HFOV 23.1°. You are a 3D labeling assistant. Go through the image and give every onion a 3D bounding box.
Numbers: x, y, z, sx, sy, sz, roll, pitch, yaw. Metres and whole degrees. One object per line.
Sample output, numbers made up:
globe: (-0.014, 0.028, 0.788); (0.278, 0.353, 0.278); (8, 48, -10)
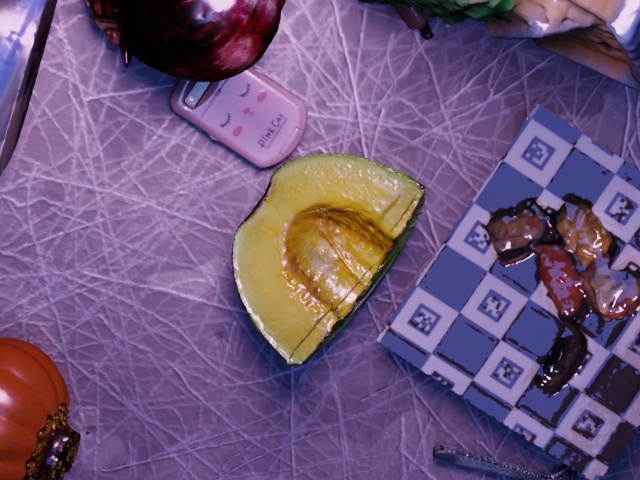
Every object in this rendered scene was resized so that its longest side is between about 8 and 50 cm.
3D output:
onion: (-0.135, -0.290, 1.741); (0.281, 0.281, 0.221); (-51, 136, 5)

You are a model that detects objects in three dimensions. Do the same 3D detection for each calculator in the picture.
calculator: (-0.099, -0.162, 1.885); (0.175, 0.032, 0.100); (33, 96, -11)

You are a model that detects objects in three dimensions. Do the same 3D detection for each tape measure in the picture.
tape measure: (-0.378, -0.216, 1.725); (0.138, 0.259, 0.262); (16, 98, -10)

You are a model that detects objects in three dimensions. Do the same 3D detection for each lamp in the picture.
lamp: (-0.383, 0.223, 1.834); (0.196, 0.223, 0.223); (17, 99, 8)

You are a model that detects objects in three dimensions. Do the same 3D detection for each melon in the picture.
melon: (0.000, 0.000, 1.892); (0.169, 0.129, 0.265); (37, 99, 10)

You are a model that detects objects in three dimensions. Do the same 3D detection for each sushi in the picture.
sushi: (0.304, 0.065, 1.963); (0.343, 0.064, 0.359); (33, 97, -8)

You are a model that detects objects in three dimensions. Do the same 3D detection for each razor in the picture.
razor: (0.236, 0.293, 2.014); (0.190, 0.066, 0.033); (12, 134, -5)

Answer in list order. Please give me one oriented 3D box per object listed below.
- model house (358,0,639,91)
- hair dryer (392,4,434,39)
model house: (0.253, -0.333, 1.688); (0.342, 0.382, 0.335); (26, 88, -25)
hair dryer: (0.086, -0.316, 1.867); (0.117, 0.064, 0.182); (-37, 111, 0)
